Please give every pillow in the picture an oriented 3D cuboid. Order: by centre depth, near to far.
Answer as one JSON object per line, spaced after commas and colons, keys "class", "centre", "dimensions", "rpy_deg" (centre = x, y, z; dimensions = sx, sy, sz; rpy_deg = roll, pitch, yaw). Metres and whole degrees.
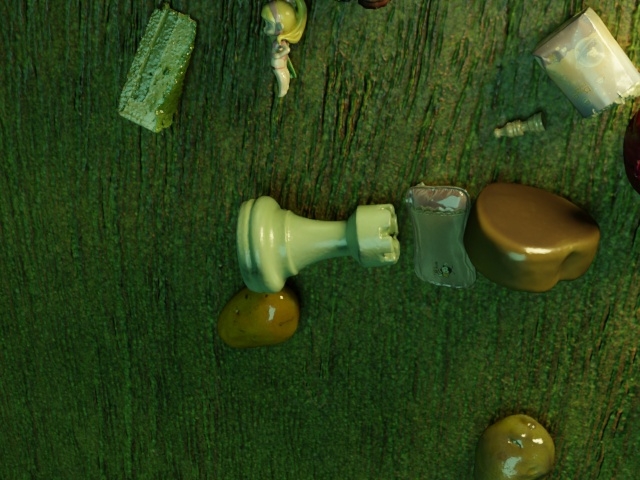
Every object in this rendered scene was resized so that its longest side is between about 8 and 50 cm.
{"class": "pillow", "centre": [0.234, -0.006, 1.677], "dimensions": [0.130, 0.038, 0.233], "rpy_deg": [4, 122, 21]}

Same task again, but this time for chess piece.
{"class": "chess piece", "centre": [0.350, -0.199, 1.527], "dimensions": [0.092, 0.035, 0.035], "rpy_deg": [-12, 114, 29]}
{"class": "chess piece", "centre": [0.000, 0.000, 1.693], "dimensions": [0.299, 0.194, 0.194], "rpy_deg": [-5, 117, 13]}

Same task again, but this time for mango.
{"class": "mango", "centre": [-0.136, 0.171, 1.873], "dimensions": [0.147, 0.109, 0.227], "rpy_deg": [45, 125, -13]}

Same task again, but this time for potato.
{"class": "potato", "centre": [0.408, 0.463, 1.828], "dimensions": [0.154, 0.137, 0.200], "rpy_deg": [2, 124, -16]}

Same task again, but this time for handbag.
{"class": "handbag", "centre": [0.441, -0.279, 1.412], "dimensions": [0.173, 0.095, 0.117], "rpy_deg": [48, 126, -7]}

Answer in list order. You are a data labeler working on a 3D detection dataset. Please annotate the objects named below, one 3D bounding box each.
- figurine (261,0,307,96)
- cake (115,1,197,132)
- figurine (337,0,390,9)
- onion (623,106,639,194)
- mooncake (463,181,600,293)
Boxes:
{"class": "figurine", "centre": [-0.064, -0.357, 1.572], "dimensions": [0.083, 0.083, 0.187], "rpy_deg": [6, 114, 17]}
{"class": "cake", "centre": [-0.314, -0.327, 1.662], "dimensions": [0.100, 0.099, 0.235], "rpy_deg": [26, 123, 3]}
{"class": "figurine", "centre": [0.091, -0.561, 1.360], "dimensions": [0.218, 0.206, 0.365], "rpy_deg": [33, 153, 27]}
{"class": "onion", "centre": [0.603, -0.159, 1.381], "dimensions": [0.248, 0.161, 0.248], "rpy_deg": [13, 133, 15]}
{"class": "mooncake", "centre": [0.358, -0.006, 1.528], "dimensions": [0.235, 0.235, 0.117], "rpy_deg": [15, 125, 12]}
